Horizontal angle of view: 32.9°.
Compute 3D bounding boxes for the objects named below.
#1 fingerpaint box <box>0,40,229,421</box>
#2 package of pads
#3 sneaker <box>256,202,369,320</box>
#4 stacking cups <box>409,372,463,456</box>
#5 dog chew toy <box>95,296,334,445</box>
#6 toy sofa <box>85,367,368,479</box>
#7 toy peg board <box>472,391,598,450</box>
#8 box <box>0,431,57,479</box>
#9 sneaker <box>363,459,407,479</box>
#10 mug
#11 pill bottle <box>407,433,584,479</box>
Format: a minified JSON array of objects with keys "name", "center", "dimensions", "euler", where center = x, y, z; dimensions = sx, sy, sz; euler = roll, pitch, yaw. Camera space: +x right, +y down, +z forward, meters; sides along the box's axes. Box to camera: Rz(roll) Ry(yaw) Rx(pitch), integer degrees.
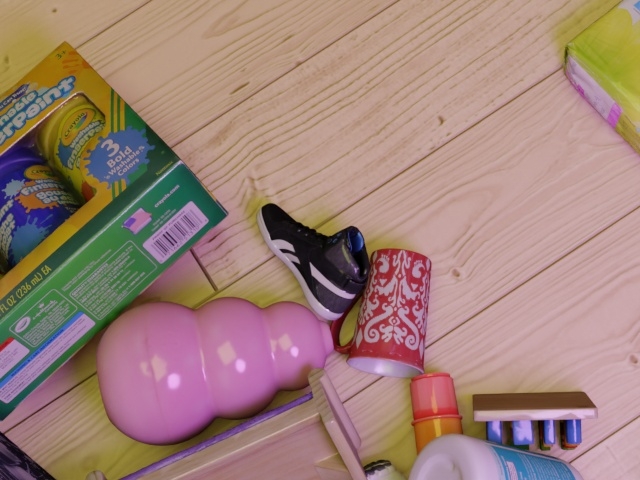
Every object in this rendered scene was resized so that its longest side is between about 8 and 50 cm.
[{"name":"fingerpaint box","center":[-0.425,-0.028,1.603],"dimensions":[0.445,0.163,0.371],"euler":[-42,53,-4]},{"name":"package of pads","center":[0.532,-0.237,1.615],"dimensions":[0.229,0.101,0.296],"euler":[-39,73,-4]},{"name":"sneaker","center":[0.000,0.000,1.606],"dimensions":[0.121,0.079,0.217],"euler":[-48,63,26]},{"name":"stacking cups","center":[0.179,0.346,1.519],"dimensions":[0.096,0.096,0.316],"euler":[-7,69,6]},{"name":"dog chew toy","center":[-0.146,0.173,1.555],"dimensions":[0.332,0.206,0.206],"euler":[-12,73,-4]},{"name":"toy sofa","center":[-0.128,0.313,1.489],"dimensions":[0.362,0.150,0.177],"euler":[-25,31,2]},{"name":"toy peg board","center":[0.292,0.259,1.489],"dimensions":[0.161,0.160,0.079],"euler":[-3,90,7]},{"name":"box","center":[-0.516,0.354,1.490],"dimensions":[0.343,0.312,0.179],"euler":[36,82,15]},{"name":"sneaker","center":[0.007,0.415,1.513],"dimensions":[0.275,0.107,0.110],"euler":[-30,86,1]},{"name":"mug","center":[0.089,0.102,1.581],"dimensions":[0.150,0.113,0.169],"euler":[8,72,8]},{"name":"pill bottle","center":[0.252,0.345,1.416],"dimensions":[0.264,0.146,0.146],"euler":[19,73,-32]}]
